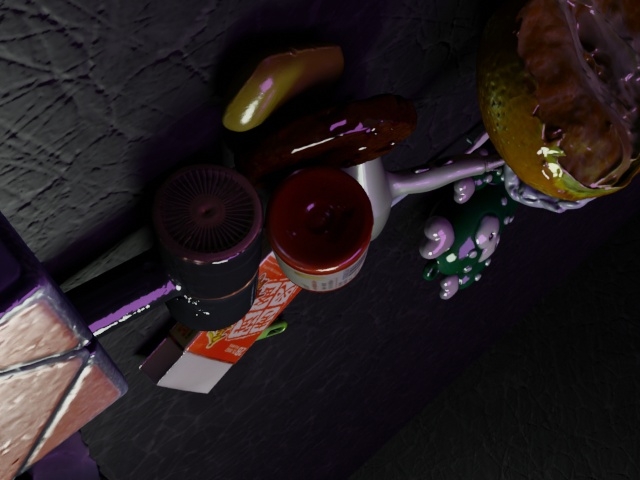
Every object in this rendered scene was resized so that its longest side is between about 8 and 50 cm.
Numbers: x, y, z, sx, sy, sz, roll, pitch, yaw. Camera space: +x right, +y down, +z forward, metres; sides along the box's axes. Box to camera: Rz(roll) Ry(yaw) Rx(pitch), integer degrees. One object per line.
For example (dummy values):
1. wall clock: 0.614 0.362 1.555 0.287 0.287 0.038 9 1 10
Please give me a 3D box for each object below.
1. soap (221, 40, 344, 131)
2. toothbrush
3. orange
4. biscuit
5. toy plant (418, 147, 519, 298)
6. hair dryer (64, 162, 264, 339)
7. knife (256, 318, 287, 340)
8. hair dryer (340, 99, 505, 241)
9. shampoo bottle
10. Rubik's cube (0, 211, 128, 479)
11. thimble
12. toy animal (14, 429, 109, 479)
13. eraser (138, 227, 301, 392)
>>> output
1. soap: -0.034 -0.141 0.858 0.140 0.045 0.089 -22 152 -50
2. toothbrush: 0.149 -0.089 1.349 0.269 0.027 0.021 -37 143 -17
3. orange: 0.308 -0.204 1.121 0.334 0.196 0.263 -40 121 -20
4. biscuit: 0.003 -0.096 0.929 0.192 0.049 0.192 -19 172 -3
5. toy plant: 0.235 -0.026 1.516 0.243 0.112 0.232 -60 149 -2
6. hair dryer: -0.215 0.071 0.904 0.352 0.107 0.189 -28 158 -18
7. knife: -0.110 0.131 1.321 0.212 0.015 0.054 -11 137 -54
8. hair dryer: 0.089 -0.095 1.095 0.224 0.088 0.219 -26 147 11
9. shampoo bottle: 0.000 0.000 1.023 0.104 0.104 0.278 -41 173 -6
10. Rubik's cube: -0.268 0.050 0.563 0.207 0.205 0.205 -37 159 -12
11. thimble: 0.355 -0.123 1.441 0.118 0.151 0.127 -67 159 -52
12. toy animal: -0.332 0.310 1.078 0.179 0.166 0.138 -37 134 16
13. eraser: -0.108 0.093 1.191 0.230 0.038 0.157 -48 159 2
